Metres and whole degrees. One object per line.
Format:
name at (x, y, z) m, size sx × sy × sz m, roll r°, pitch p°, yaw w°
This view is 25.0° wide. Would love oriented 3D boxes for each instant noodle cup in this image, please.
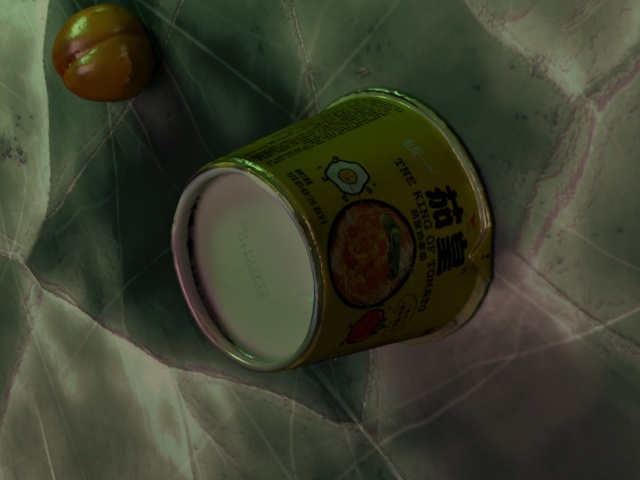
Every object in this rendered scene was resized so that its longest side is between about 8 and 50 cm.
instant noodle cup at (0.000, 0.000, 1.683) m, size 0.325 × 0.254 × 0.326 m, roll 17°, pitch 115°, yaw 41°

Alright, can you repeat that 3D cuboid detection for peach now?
peach at (-0.302, -0.255, 1.999) m, size 0.138 × 0.138 × 0.138 m, roll 19°, pitch 117°, yaw 41°
